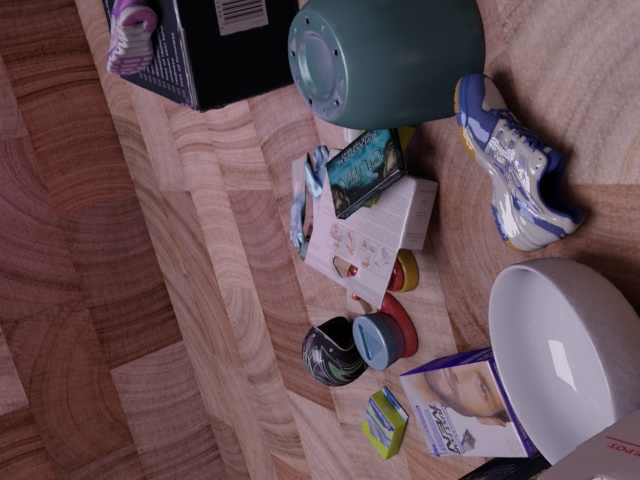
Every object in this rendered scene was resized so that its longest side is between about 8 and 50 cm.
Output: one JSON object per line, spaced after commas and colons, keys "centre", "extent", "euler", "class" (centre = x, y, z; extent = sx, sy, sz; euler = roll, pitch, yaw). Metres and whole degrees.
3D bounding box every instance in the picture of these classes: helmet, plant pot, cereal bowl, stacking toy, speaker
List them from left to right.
{"centre": [0.035, 0.275, 1.978], "extent": [0.169, 0.161, 0.169], "euler": [42, 143, 42], "class": "helmet"}
{"centre": [0.067, -0.268, 1.638], "extent": [0.055, 0.055, 0.136], "euler": [29, 134, 53], "class": "speaker"}
{"centre": [0.086, 0.127, 1.808], "extent": [0.279, 0.130, 0.309], "euler": [33, 136, 50], "class": "stacking toy"}
{"centre": [0.089, -0.318, 1.355], "extent": [0.293, 0.235, 0.293], "euler": [41, 142, 43], "class": "plant pot"}
{"centre": [0.394, 0.181, 1.210], "extent": [0.339, 0.141, 0.339], "euler": [165, 90, -76], "class": "cereal bowl"}

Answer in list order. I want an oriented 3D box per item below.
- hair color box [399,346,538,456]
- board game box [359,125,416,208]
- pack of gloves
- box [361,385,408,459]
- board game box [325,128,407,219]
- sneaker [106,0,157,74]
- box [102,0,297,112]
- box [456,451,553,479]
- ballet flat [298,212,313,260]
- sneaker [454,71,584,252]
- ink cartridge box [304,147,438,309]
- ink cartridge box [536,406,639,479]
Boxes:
{"centre": [0.300, 0.315, 1.565], "extent": [0.339, 0.110, 0.185], "euler": [-32, 79, 62], "class": "hair color box"}
{"centre": [0.103, -0.163, 1.557], "extent": [0.181, 0.043, 0.092], "euler": [-61, 40, 23], "class": "board game box"}
{"centre": [-0.039, -0.101, 1.881], "extent": [0.195, 0.046, 0.232], "euler": [-20, 67, 59], "class": "pack of gloves"}
{"centre": [0.159, 0.456, 2.012], "extent": [0.109, 0.042, 0.178], "euler": [50, 149, 33], "class": "box"}
{"centre": [0.083, -0.135, 1.516], "extent": [0.186, 0.026, 0.126], "euler": [-37, 53, 42], "class": "board game box"}
{"centre": [-0.411, -0.449, 1.730], "extent": [0.104, 0.095, 0.236], "euler": [67, 150, 18], "class": "sneaker"}
{"centre": [-0.299, -0.589, 1.826], "extent": [0.472, 0.297, 0.480], "euler": [29, 134, 51], "class": "box"}
{"centre": [0.331, 0.465, 1.528], "extent": [0.059, 0.183, 0.233], "euler": [64, 154, 10], "class": "box"}
{"centre": [0.000, 0.000, 1.950], "extent": [0.079, 0.077, 0.221], "euler": [52, 145, 24], "class": "ballet flat"}
{"centre": [0.311, -0.135, 1.243], "extent": [0.131, 0.112, 0.296], "euler": [-24, 88, 47], "class": "sneaker"}
{"centre": [0.093, -0.031, 1.642], "extent": [0.296, 0.066, 0.261], "euler": [30, 110, 53], "class": "ink cartridge box"}
{"centre": [0.456, 0.276, 0.952], "extent": [0.207, 0.353, 0.119], "euler": [3, 112, 62], "class": "ink cartridge box"}
